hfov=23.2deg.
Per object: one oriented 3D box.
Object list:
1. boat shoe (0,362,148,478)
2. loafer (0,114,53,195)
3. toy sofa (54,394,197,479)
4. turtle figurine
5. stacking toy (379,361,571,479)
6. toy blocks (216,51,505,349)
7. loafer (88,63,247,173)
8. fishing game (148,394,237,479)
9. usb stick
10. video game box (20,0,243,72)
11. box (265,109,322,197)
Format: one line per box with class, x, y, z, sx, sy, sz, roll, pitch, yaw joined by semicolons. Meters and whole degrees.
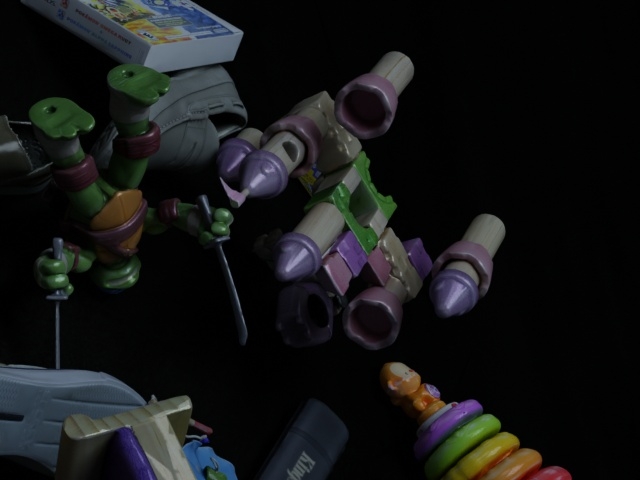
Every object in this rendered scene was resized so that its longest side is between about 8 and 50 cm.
boat shoe;-0.267;0.151;1.413;0.094;0.109;0.302;24;-1;36
loafer;-0.339;-0.091;1.544;0.251;0.087;0.094;-17;76;-59
toy sofa;-0.129;0.319;1.268;0.177;0.150;0.362;-13;54;-26
turtle figurine;-0.182;-0.015;1.529;0.274;0.198;0.266;-98;-177;-50
stacking toy;0.179;0.264;1.941;0.302;0.165;0.175;50;28;18
toy blocks;0.000;0.000;1.719;0.288;0.309;0.260;58;33;-15
loafer;-0.167;-0.129;1.812;0.111;0.112;0.319;46;30;-3
fishing game;-0.069;0.257;1.471;0.264;0.041;0.189;56;7;28
usb stick;-0.035;0.266;1.695;0.077;0.045;0.278;52;30;-10
video game box;-0.220;-0.265;1.846;0.187;0.048;0.205;30;23;19
box;0.003;-0.100;2.084;0.169;0.059;0.054;55;29;-4
